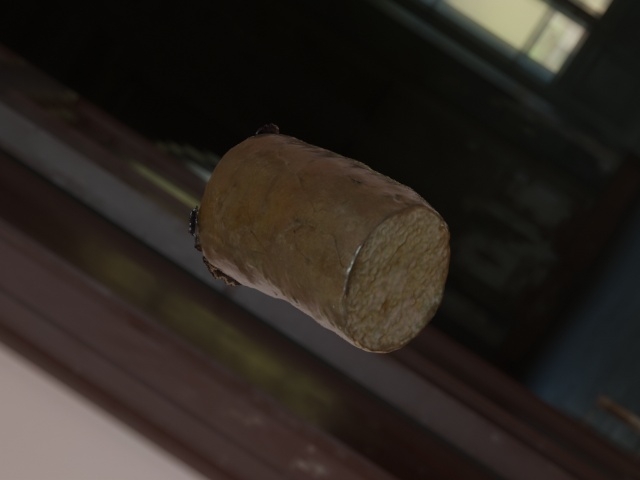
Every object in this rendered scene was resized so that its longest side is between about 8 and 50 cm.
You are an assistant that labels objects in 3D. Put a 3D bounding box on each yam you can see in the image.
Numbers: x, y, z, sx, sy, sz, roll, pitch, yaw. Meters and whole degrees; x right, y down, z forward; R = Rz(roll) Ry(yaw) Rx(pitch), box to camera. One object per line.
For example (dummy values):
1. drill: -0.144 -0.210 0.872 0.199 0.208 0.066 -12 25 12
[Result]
1. yam: 0.003 -0.001 0.945 0.127 0.084 0.084 25 79 48
